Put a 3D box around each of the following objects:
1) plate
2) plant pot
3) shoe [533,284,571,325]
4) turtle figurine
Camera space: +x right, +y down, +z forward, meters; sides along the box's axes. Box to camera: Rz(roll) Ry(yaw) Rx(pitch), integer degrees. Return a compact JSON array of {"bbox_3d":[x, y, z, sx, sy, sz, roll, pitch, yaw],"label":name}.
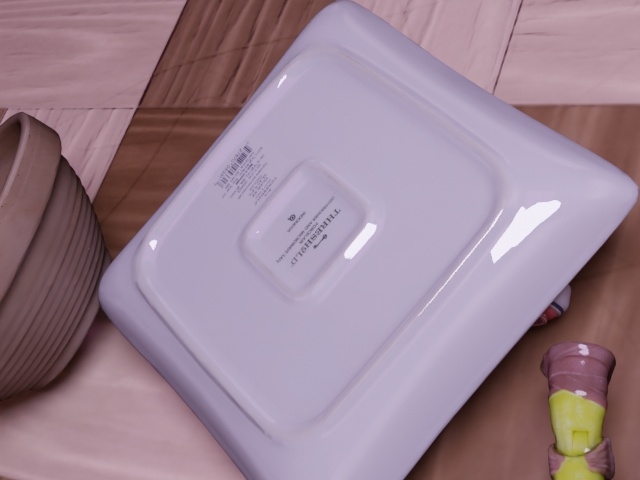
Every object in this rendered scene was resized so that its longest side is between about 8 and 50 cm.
[{"bbox_3d":[0.000,0.000,0.673,0.277,0.045,0.278,-51,52,3],"label":"plate"},{"bbox_3d":[-0.231,0.035,0.804,0.237,0.110,0.237,-41,31,31],"label":"plant pot"},{"bbox_3d":[0.063,0.051,0.679,0.178,0.063,0.081,6,68,37],"label":"shoe"},{"bbox_3d":[0.130,0.160,0.543,0.270,0.087,0.217,0,60,31],"label":"turtle figurine"}]
